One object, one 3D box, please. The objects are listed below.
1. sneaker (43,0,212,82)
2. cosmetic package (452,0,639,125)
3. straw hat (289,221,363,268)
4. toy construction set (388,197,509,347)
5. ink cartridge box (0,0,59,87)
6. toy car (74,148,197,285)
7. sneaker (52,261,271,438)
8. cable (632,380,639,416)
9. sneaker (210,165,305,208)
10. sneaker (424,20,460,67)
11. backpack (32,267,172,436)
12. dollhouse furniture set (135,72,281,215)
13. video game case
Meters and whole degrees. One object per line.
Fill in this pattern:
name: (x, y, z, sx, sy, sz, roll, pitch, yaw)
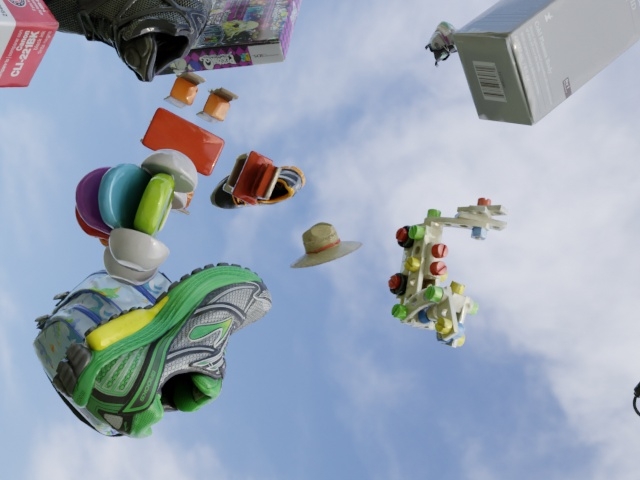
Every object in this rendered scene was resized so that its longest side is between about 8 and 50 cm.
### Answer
sneaker: (-0.259, -0.268, 1.110, 0.087, 0.228, 0.130, 90, 7, -52)
cosmetic package: (0.288, -0.256, 1.106, 0.107, 0.238, 0.127, 21, -37, 54)
straw hat: (0.000, 0.000, 1.620, 0.145, 0.145, 0.061, -8, -77, 48)
toy construction set: (0.243, 0.050, 1.763, 0.215, 0.151, 0.327, -12, -131, 57)
ink cartridge box: (-0.480, -0.281, 1.025, 0.197, 0.273, 0.114, 54, -54, 17)
toy car: (-0.246, -0.040, 1.133, 0.182, 0.136, 0.159, -39, -151, 66)
sneaker: (-0.166, 0.142, 1.114, 0.146, 0.343, 0.134, 41, -53, 12)
cable: (0.491, 0.176, 1.124, 0.047, 0.185, 0.150, -119, -136, -66)
sneaker: (-0.142, -0.110, 1.932, 0.215, 0.083, 0.084, -14, -66, 13)
sneaker: (0.198, -0.288, 1.337, 0.069, 0.038, 0.098, -53, -140, -4)
backpack: (-0.358, 0.186, 1.562, 0.356, 0.273, 0.290, -37, -92, 35)
dollhouse furniture set: (-0.220, -0.169, 1.738, 0.135, 0.259, 0.261, 12, -101, 64)
video game case: (-0.143, -0.339, 1.377, 0.232, 0.210, 0.041, -81, 163, -49)
